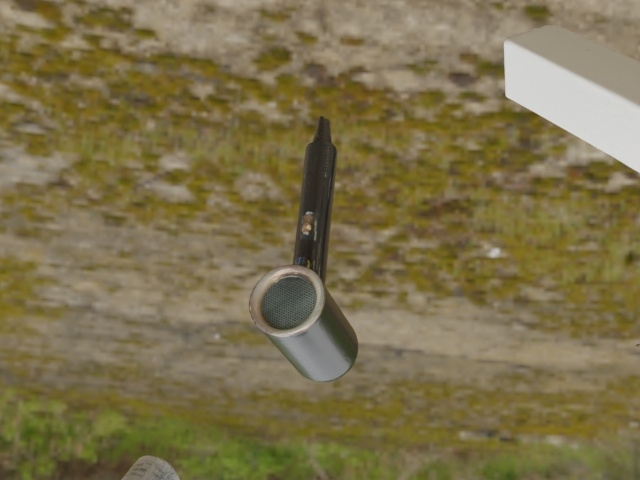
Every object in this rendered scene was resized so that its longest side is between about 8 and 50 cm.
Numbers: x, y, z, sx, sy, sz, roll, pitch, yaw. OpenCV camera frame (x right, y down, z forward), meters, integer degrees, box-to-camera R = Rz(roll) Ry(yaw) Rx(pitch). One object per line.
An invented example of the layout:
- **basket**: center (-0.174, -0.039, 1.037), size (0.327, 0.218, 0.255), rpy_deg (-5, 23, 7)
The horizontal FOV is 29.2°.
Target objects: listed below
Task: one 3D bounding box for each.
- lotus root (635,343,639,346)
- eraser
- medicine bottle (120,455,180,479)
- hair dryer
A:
- **lotus root**: center (0.264, 0.061, 0.726), size (0.150, 0.073, 0.062), rpy_deg (12, 142, 7)
- **eraser**: center (0.314, -0.153, 1.343), size (0.076, 0.078, 0.298), rpy_deg (-19, -148, -19)
- **medicine bottle**: center (-0.176, 0.252, 1.182), size (0.052, 0.089, 0.052), rpy_deg (15, 128, 20)
- **hair dryer**: center (0.000, 0.000, 1.164), size (0.070, 0.255, 0.128), rpy_deg (-3, 150, 18)
